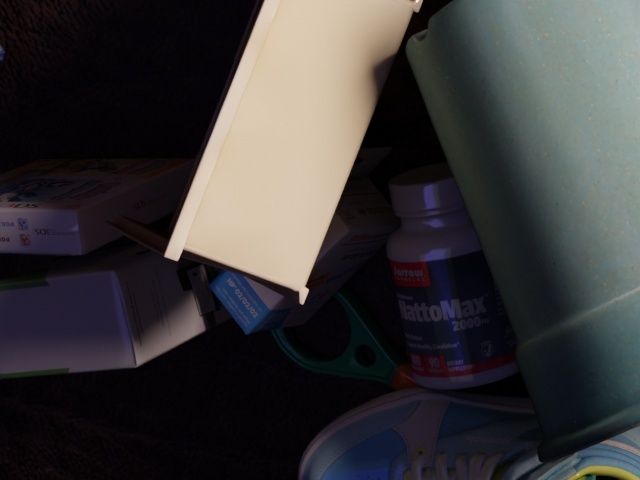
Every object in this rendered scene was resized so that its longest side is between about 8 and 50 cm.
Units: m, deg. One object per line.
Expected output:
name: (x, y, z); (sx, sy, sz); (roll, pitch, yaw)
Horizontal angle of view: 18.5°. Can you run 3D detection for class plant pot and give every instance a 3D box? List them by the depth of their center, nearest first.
plant pot: (0.248, -0.057, 1.481); (0.341, 0.341, 0.334); (-29, 83, 33)

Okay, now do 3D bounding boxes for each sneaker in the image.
sneaker: (0.135, 0.206, 1.625); (0.319, 0.208, 0.127); (-6, 104, 5)

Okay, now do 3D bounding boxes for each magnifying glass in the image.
magnifying glass: (0.052, 0.109, 1.805); (0.231, 0.026, 0.092); (32, 119, 18)

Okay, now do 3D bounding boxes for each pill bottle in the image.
pill bottle: (0.114, 0.028, 1.692); (0.108, 0.108, 0.180); (-6, 104, 30)

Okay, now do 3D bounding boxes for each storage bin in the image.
storage bin: (-0.055, -0.104, 1.603); (0.123, 0.260, 0.262); (21, 90, -19)

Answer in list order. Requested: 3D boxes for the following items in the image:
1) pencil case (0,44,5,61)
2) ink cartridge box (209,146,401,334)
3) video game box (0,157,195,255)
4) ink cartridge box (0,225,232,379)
pencil case: (-0.410, -0.281, 1.864); (0.133, 0.119, 0.306); (-17, 98, 34)
ink cartridge box: (0.000, 0.000, 1.731); (0.181, 0.104, 0.061); (-46, 72, 25)
video game box: (-0.240, -0.033, 1.806); (0.187, 0.205, 0.048); (3, 107, 27)
ink cartridge box: (-0.180, 0.051, 1.795); (0.160, 0.219, 0.092); (-7, 100, 29)
